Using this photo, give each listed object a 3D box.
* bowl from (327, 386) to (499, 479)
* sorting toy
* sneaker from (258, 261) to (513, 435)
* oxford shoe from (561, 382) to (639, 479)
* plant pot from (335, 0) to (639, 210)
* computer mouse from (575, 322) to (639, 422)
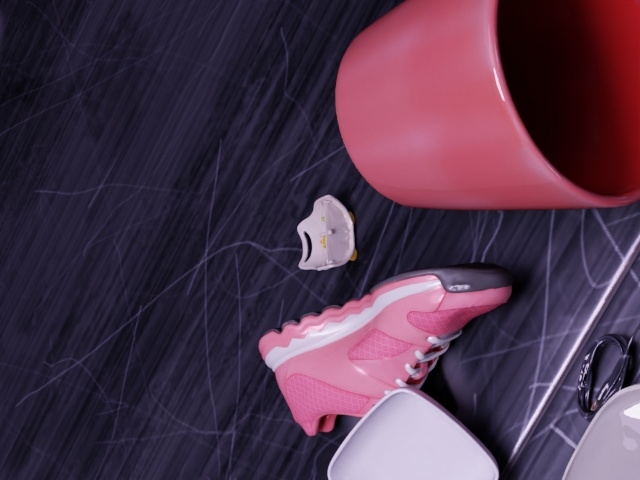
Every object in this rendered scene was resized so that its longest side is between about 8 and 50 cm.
[{"bbox_3d":[0.095,0.223,1.173,0.142,0.053,0.142,41,110,8],"label":"bowl"},{"bbox_3d":[0.000,0.000,1.345,0.075,0.044,0.083,-18,68,44],"label":"sorting toy"},{"bbox_3d":[0.079,0.116,1.223,0.313,0.116,0.136,-26,77,37],"label":"sneaker"},{"bbox_3d":[0.226,0.337,1.013,0.169,0.130,0.450,22,92,43],"label":"oxford shoe"},{"bbox_3d":[0.162,-0.145,1.113,0.243,0.274,0.275,-11,72,48],"label":"plant pot"},{"bbox_3d":[0.309,0.067,1.076,0.242,0.041,0.071,-59,41,21],"label":"computer mouse"}]
